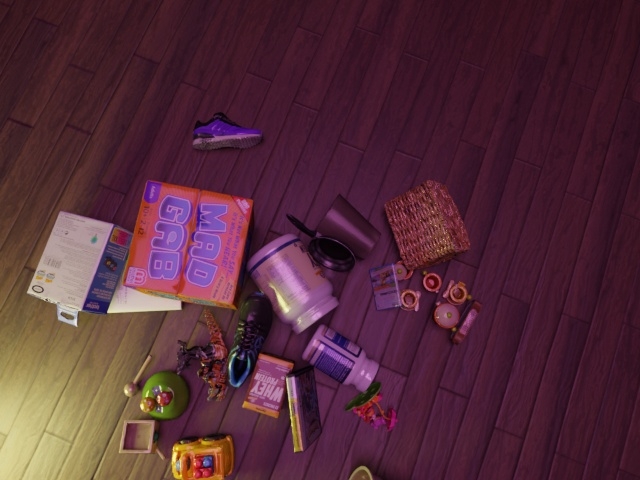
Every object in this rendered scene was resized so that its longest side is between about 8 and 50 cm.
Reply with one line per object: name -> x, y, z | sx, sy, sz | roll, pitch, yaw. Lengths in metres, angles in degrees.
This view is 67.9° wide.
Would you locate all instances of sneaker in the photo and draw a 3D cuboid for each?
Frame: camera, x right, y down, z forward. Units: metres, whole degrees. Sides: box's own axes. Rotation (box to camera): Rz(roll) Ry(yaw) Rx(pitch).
sneaker -> -0.248, 0.355, 1.687 | 0.124, 0.140, 0.341 | 13, 99, -4
sneaker -> -0.385, -0.462, 1.963 | 0.292, 0.102, 0.146 | -4, 78, -2

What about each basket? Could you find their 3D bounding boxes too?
basket -> 0.425, -0.056, 1.879 | 0.223, 0.213, 0.300 | -29, 72, 33
basket -> 0.112, -0.039, 1.870 | 0.226, 0.154, 0.205 | 33, 99, 1

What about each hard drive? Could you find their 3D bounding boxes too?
hard drive -> -0.695, 0.175, 1.865 | 0.307, 0.040, 0.203 | -2, 79, -2

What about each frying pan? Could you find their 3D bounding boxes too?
frying pan -> -0.008, 0.015, 1.833 | 0.326, 0.197, 0.053 | 31, 55, -4

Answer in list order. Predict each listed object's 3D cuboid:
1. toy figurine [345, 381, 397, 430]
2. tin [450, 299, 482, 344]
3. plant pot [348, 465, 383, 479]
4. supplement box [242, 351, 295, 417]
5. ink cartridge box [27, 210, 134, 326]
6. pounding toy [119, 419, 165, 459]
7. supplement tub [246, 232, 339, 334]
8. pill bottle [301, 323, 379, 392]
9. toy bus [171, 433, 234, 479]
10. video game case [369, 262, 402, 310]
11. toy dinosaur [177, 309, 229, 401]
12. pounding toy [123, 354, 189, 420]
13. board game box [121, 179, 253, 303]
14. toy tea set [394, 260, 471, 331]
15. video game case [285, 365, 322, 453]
toy figurine -> 0.205, 0.642, 1.769 | 0.173, 0.130, 0.159 | -38, 91, 14
tin -> 0.560, 0.313, 1.833 | 0.040, 0.106, 0.190 | 31, 79, 12
plant pot -> 0.251, 0.981, 1.612 | 0.305, 0.334, 0.334 | 19, 79, -9
supplement box -> -0.181, 0.517, 1.731 | 0.128, 0.194, 0.192 | 17, 79, 2
ink cartridge box -> -0.905, 0.113, 1.788 | 0.269, 0.151, 0.396 | 13, 77, 19
pounding toy -> -0.642, 0.731, 1.742 | 0.141, 0.100, 0.130 | 2, 65, -3
supplement tub -> -0.101, 0.163, 1.781 | 0.235, 0.235, 0.325 | -35, 82, -7
pill bottle -> 0.075, 0.441, 1.772 | 0.264, 0.153, 0.153 | 32, 80, 5
toy bus -> -0.428, 0.782, 1.669 | 0.220, 0.211, 0.150 | -5, 81, -1
video game case -> 0.254, 0.182, 1.856 | 0.015, 0.119, 0.167 | 1, 75, -45
toy dinosaur -> -0.427, 0.437, 1.791 | 0.218, 0.164, 0.322 | -1, 60, -16
pounding toy -> -0.607, 0.564, 1.740 | 0.236, 0.110, 0.183 | 35, 93, 8
board game box -> -0.445, 0.036, 1.705 | 0.355, 0.356, 0.357 | 10, 78, -5
toy tea set -> 0.416, 0.204, 1.839 | 0.335, 0.124, 0.200 | 24, 80, 3
video game case -> -0.054, 0.584, 1.681 | 0.035, 0.275, 0.249 | -10, 79, 12
